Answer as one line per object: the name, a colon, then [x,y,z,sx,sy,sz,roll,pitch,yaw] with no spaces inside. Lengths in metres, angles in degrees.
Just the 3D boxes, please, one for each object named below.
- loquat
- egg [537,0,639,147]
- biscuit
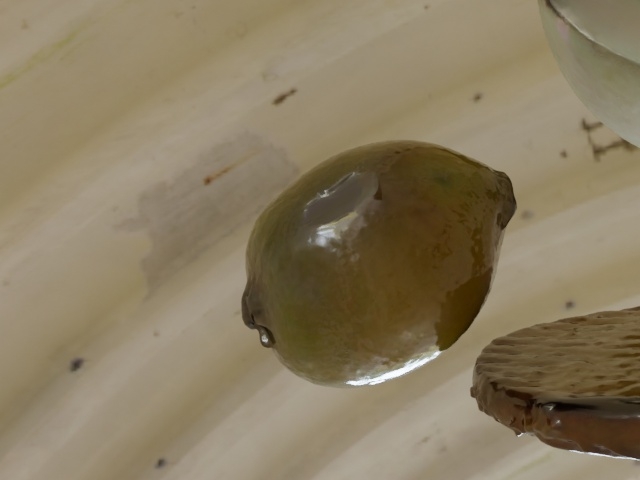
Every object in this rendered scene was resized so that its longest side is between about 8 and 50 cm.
loquat: [0.039,0.011,0.653,0.152,0.195,0.152,61,174,11]
egg: [0.352,-0.174,0.912,0.201,0.337,0.337,85,-158,-47]
biscuit: [0.260,0.085,0.670,0.318,0.318,0.040,-17,-78,-57]
